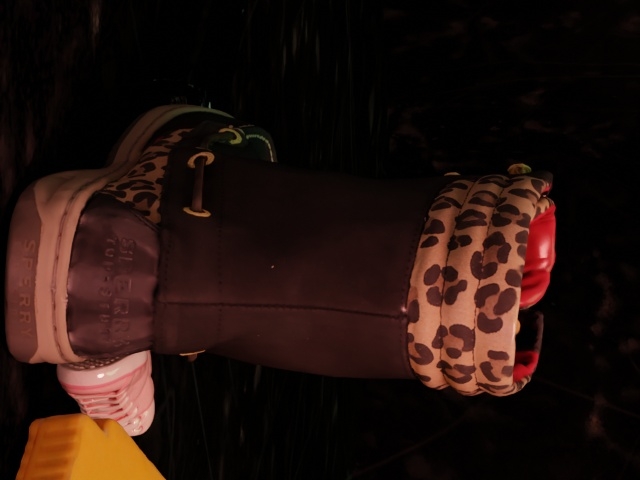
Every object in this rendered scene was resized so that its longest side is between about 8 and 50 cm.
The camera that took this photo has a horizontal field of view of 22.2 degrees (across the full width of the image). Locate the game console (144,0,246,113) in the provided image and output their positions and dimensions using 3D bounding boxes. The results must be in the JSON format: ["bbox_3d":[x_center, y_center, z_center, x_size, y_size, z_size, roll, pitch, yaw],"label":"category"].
[{"bbox_3d":[-0.095,-0.221,1.175,0.361,0.044,0.213,89,8,-47],"label":"game console"}]

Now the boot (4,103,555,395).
[{"bbox_3d":[0.000,0.000,1.000,0.377,0.284,0.138,-35,128,-74],"label":"boot"}]

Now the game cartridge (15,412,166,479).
[{"bbox_3d":[-0.114,0.295,0.914,0.324,0.052,0.285,-82,151,-42],"label":"game cartridge"}]

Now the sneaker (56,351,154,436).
[{"bbox_3d":[-0.130,0.096,1.014,0.134,0.051,0.070,-62,150,-84],"label":"sneaker"}]
